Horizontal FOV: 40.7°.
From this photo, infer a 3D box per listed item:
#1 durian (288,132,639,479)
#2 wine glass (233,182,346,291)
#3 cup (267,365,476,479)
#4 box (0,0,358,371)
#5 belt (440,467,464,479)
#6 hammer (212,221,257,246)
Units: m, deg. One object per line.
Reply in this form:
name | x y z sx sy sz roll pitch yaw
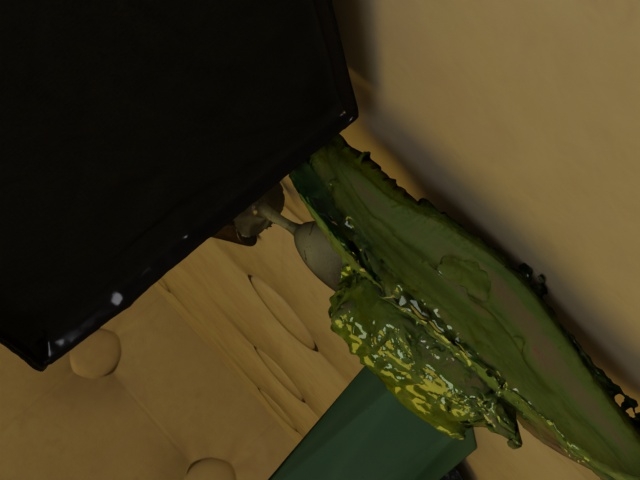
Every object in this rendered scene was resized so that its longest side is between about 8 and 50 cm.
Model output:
durian | 0.078 0.044 0.545 0.375 0.132 0.107 41 139 14
wine glass | 0.000 0.000 0.747 0.198 0.066 0.066 29 155 46
cup | 0.035 0.240 0.899 0.134 0.235 0.148 35 158 37
box | -0.158 -0.127 0.418 0.204 0.251 0.345 48 173 25
belt | 0.115 0.283 1.065 0.141 0.082 0.190 41 164 37
hammer | -0.169 -0.027 1.201 0.111 0.043 0.365 56 161 -20
